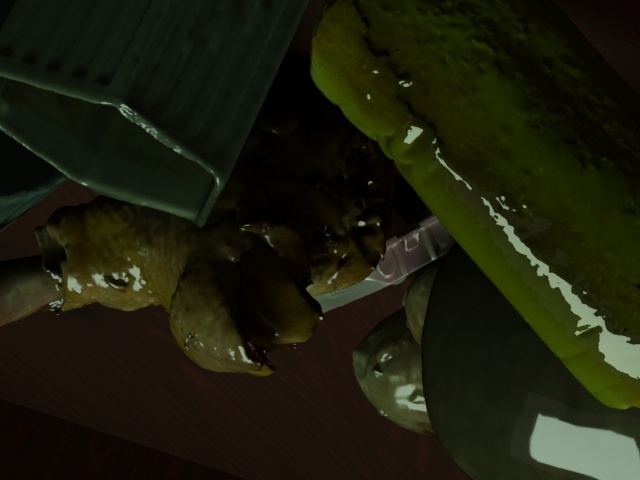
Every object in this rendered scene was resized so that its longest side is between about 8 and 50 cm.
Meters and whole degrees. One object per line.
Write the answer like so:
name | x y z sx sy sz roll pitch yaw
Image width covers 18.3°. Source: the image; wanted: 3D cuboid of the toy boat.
toy boat | 0.006 0.005 1.970 0.141 0.141 0.269 35 159 -33

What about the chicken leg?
chicken leg | -0.124 0.018 1.708 0.409 0.295 0.182 -14 134 2

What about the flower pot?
flower pot | -0.143 -0.148 1.597 0.239 0.189 0.209 37 158 -32

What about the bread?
bread | 0.154 -0.049 1.370 0.383 0.166 0.112 48 -169 -2

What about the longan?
longan | 0.258 0.103 1.604 0.361 0.361 0.361 21 163 7

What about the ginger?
ginger | 0.167 0.103 2.007 0.245 0.155 0.304 8 157 -7

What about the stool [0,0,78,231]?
stool | -0.361 -0.125 1.801 0.297 0.297 0.330 30 156 -21
